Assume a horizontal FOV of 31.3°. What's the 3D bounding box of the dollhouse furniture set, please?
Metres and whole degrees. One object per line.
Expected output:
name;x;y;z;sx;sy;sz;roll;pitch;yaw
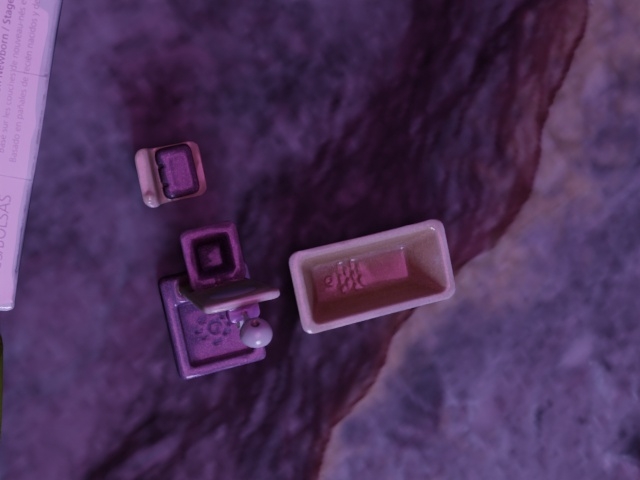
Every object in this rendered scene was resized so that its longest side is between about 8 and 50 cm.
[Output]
dollhouse furniture set;0.000;0.000;0.416;0.114;0.081;0.091;-13;97;-16

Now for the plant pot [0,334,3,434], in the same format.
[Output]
plant pot;-0.205;0.131;0.298;0.228;0.207;0.227;6;90;-18

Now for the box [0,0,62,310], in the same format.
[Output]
box;-0.189;-0.048;0.346;0.203;0.103;0.114;9;90;-17
